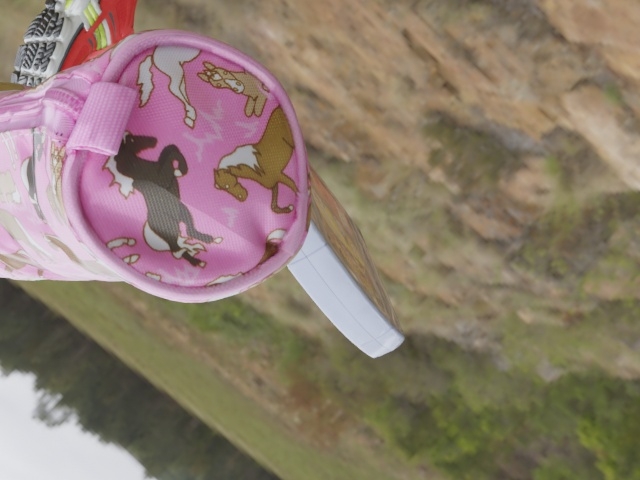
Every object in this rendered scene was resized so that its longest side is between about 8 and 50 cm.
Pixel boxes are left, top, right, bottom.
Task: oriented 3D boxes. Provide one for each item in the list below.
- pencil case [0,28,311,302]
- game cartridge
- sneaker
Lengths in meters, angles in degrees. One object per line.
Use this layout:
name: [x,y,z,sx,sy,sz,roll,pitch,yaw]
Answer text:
pencil case: [-0.156,-0.045,0.844,0.386,0.167,0.160,3,106,59]
game cartridge: [0.000,0.000,1.352,0.294,0.060,0.196,51,-163,-48]
sneaker: [-0.267,-0.236,1.466,0.118,0.279,0.107,27,-177,-36]
